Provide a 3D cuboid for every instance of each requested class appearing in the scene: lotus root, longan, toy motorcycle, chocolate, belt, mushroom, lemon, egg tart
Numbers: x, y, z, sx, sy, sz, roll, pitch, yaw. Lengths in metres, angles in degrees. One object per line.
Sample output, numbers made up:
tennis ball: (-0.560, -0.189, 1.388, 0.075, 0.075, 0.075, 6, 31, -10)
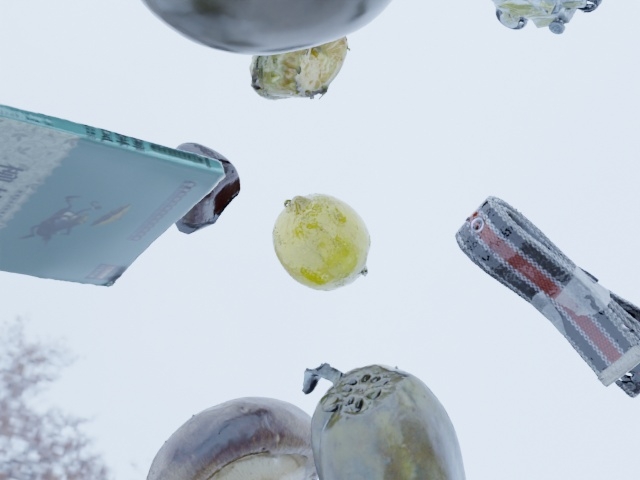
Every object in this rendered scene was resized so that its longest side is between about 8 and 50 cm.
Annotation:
lotus root: (0.063, 0.211, 0.890, 0.123, 0.241, 0.124, -13, -153, 5)
longan: (-0.066, -0.383, 1.250, 0.361, 0.361, 0.360, -31, -133, 40)
toy motorcycle: (0.360, -0.421, 1.788, 0.229, 0.151, 0.074, 0, -130, 56)
chocolate: (-0.193, -0.093, 1.726, 0.080, 0.125, 0.148, 94, -5, -58)
belt: (0.350, 0.077, 1.529, 0.094, 0.359, 0.126, -47, -177, 30)
mushroom: (-0.161, 0.425, 1.943, 0.239, 0.345, 0.345, 16, -98, 34)
lemon: (0.000, 0.000, 1.923, 0.174, 0.206, 0.173, -28, -155, 14)
egg tart: (-0.023, -0.312, 1.757, 0.090, 0.213, 0.212, 36, -79, 28)

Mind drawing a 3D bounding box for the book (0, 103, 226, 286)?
book: (-0.324, -0.046, 1.136, 0.264, 0.379, 0.031, -39, -126, 35)
